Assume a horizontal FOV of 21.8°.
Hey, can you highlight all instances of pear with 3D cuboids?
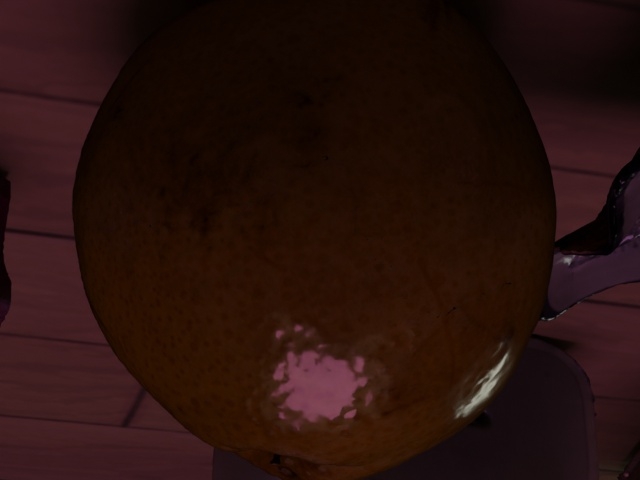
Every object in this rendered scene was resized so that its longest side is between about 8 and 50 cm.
[{"bbox_3d":[0.000,0.000,0.691,0.209,0.208,0.209,-1,153,0],"label":"pear"}]

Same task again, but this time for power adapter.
[{"bbox_3d":[0.037,0.153,1.087,0.187,0.124,0.255,12,152,-20],"label":"power adapter"}]

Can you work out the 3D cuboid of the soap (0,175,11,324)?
[{"bbox_3d":[-0.267,-0.019,0.759,0.162,0.099,0.250,-13,151,23],"label":"soap"}]

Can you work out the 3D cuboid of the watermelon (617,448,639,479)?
[{"bbox_3d":[0.276,0.240,1.112,0.319,0.292,0.222,-6,159,31],"label":"watermelon"}]

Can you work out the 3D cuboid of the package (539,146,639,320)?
[{"bbox_3d":[0.172,-0.053,0.695,0.166,0.040,0.232,-31,161,-26],"label":"package"}]
